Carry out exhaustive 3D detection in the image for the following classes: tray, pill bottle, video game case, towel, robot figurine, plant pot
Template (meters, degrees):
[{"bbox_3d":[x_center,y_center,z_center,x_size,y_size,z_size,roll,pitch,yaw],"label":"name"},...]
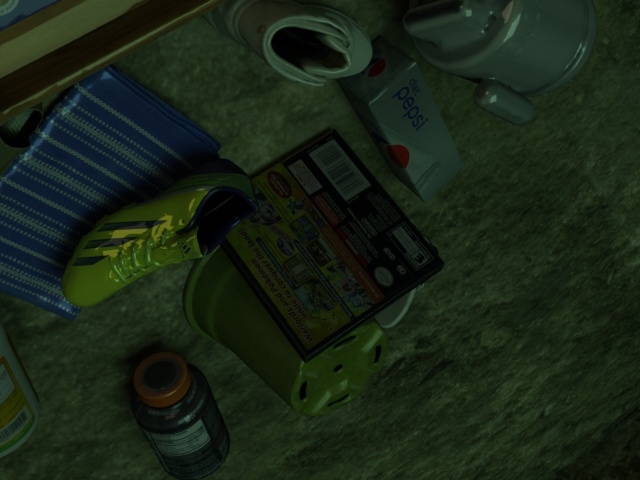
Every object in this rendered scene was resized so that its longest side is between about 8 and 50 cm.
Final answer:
[{"bbox_3d":[-0.231,-0.305,0.919,0.410,0.076,0.203,-34,141,-15],"label":"tray"},{"bbox_3d":[-0.458,0.164,1.100,0.136,0.136,0.246,-27,140,-21],"label":"pill bottle"},{"bbox_3d":[0.000,0.000,1.263,0.248,0.275,0.035,-33,162,-15],"label":"video game case"},{"bbox_3d":[-0.235,0.287,1.429,0.130,0.130,0.246,-30,141,-18],"label":"pill bottle"},{"bbox_3d":[-0.305,-0.052,1.119,0.336,0.040,0.243,-48,142,5],"label":"towel"},{"bbox_3d":[0.270,-0.323,1.259,0.353,0.199,0.300,4,89,-45],"label":"robot figurine"},{"bbox_3d":[-0.038,0.128,1.359,0.276,0.254,0.276,-24,139,-23],"label":"plant pot"}]

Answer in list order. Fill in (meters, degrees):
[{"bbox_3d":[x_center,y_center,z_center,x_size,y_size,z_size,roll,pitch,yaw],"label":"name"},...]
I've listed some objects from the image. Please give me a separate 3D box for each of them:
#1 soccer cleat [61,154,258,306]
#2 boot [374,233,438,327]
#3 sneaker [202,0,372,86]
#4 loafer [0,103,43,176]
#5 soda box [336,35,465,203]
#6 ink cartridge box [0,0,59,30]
[{"bbox_3d":[-0.210,0.000,1.126,0.289,0.121,0.093,-36,141,-6],"label":"soccer cleat"},{"bbox_3d":[0.170,0.085,1.637,0.086,0.069,0.190,31,84,-56],"label":"boot"},{"bbox_3d":[-0.002,-0.243,1.112,0.292,0.169,0.108,6,119,-47],"label":"sneaker"},{"bbox_3d":[-0.369,-0.114,0.990,0.056,0.050,0.148,17,112,-49],"label":"loafer"},{"bbox_3d":[0.132,-0.182,1.356,0.098,0.091,0.286,-42,143,-2],"label":"soda box"},{"bbox_3d":[-0.264,-0.376,0.749,0.324,0.071,0.330,-34,122,-15],"label":"ink cartridge box"}]
